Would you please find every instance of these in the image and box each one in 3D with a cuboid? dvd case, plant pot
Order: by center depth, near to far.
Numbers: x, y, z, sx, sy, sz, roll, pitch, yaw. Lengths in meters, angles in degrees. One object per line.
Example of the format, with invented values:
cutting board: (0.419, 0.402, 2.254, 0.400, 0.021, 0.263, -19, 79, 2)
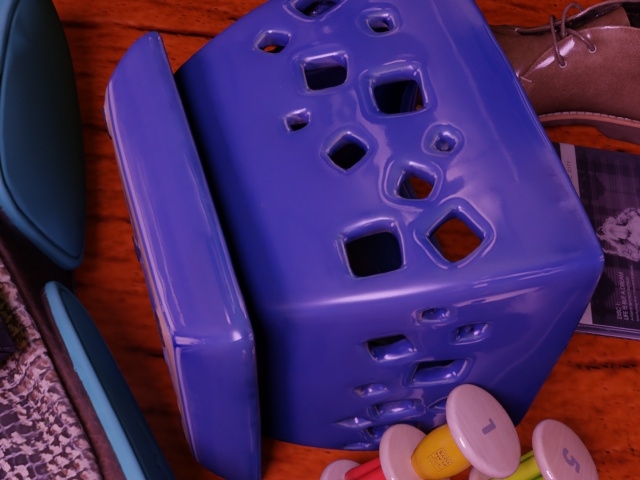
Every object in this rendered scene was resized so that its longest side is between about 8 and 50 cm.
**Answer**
plant pot: (0.000, 0.000, 0.591, 0.212, 0.236, 0.236, -15, 60, -11)
dvd case: (0.280, 0.007, 0.758, 0.221, 0.018, 0.164, 8, 56, -6)

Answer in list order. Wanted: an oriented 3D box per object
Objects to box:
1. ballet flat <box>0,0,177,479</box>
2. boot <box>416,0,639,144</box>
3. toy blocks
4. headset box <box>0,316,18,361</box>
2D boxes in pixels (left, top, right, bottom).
ballet flat: (-0.203, 0.037, 0.582, 0.182, 0.164, 0.482, -21, 62, -1)
boot: (0.182, -0.151, 0.792, 0.305, 0.115, 0.112, 3, 57, -7)
toy blocks: (0.065, 0.148, 0.574, 0.123, 0.148, 0.054, 26, 41, -33)
headset box: (-0.306, 0.059, 0.403, 0.246, 0.283, 0.131, -37, 73, 12)
